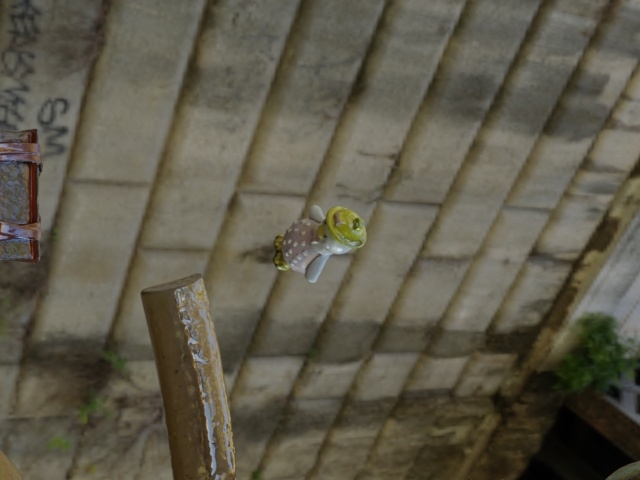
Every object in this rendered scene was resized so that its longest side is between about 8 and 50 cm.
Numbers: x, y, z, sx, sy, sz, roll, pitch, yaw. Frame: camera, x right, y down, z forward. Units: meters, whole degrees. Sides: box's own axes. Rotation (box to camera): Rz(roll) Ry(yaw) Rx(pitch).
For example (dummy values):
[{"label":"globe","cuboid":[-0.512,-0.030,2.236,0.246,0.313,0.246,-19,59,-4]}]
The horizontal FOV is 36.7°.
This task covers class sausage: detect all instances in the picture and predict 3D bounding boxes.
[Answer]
[{"label":"sausage","cuboid":[-0.109,0.182,0.855,0.066,0.066,0.301,5,-76,60]}]

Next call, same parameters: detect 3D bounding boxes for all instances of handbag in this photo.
[{"label":"handbag","cuboid":[-0.329,-0.042,0.941,0.190,0.063,0.127,1,-88,53]}]

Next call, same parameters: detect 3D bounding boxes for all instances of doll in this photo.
[{"label":"doll","cuboid":[0.000,0.000,1.512,0.207,0.081,0.129,-22,-122,49]}]

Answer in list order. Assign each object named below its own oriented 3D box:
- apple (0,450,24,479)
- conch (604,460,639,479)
[{"label":"apple","cuboid":[-0.452,0.348,0.914,0.391,0.391,0.346,56,-49,45]},{"label":"conch","cuboid":[0.482,0.405,1.289,0.368,0.249,0.197,126,-15,-53]}]
